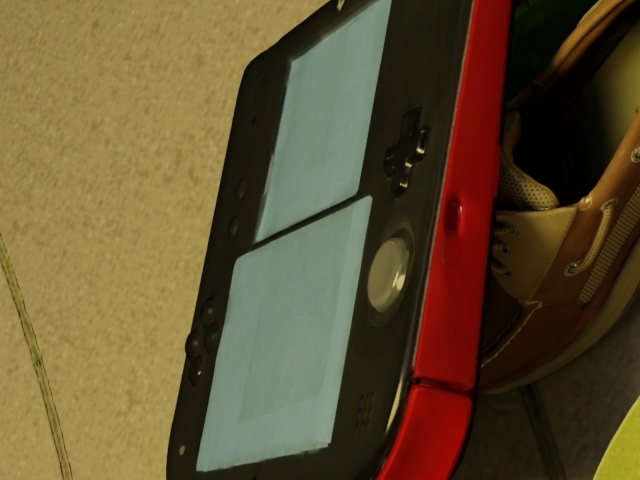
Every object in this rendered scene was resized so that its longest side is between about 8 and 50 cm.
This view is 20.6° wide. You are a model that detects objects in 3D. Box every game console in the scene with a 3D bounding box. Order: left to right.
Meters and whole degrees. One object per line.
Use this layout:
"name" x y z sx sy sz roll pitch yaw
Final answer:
"game console" 0.000 0.000 1.068 0.386 0.060 0.342 157 122 -65

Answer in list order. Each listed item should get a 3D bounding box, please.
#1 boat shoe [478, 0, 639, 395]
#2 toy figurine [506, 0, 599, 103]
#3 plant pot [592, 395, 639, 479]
"boat shoe" 0.134 -0.037 0.983 0.324 0.120 0.122 -55 45 35
"toy figurine" 0.116 -0.188 1.038 0.130 0.173 0.159 -20 65 -8
"plant pot" 0.282 0.174 0.646 0.275 0.275 0.293 -58 33 11
